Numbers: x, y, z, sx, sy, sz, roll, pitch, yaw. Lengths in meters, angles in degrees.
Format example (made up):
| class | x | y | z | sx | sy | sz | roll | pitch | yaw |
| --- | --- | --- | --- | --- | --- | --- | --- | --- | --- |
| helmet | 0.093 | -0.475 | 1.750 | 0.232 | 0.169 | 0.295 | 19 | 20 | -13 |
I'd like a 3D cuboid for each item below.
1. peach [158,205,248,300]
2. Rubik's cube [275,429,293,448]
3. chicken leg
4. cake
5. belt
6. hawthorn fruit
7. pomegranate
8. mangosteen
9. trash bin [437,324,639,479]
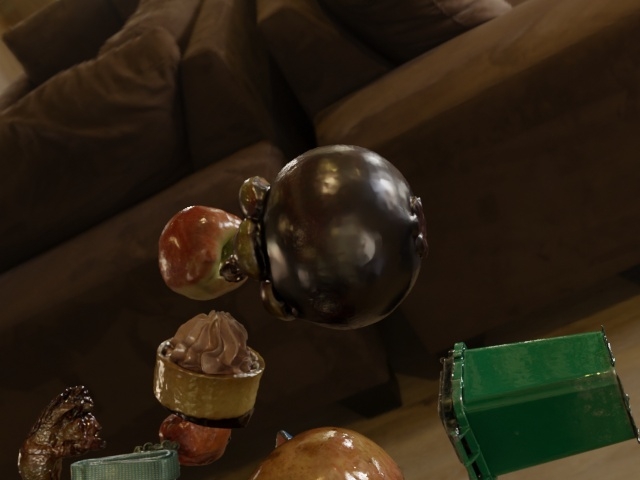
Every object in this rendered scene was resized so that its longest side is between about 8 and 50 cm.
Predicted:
| class | x | y | z | sx | sy | sz | roll | pitch | yaw |
| --- | --- | --- | --- | --- | --- | --- | --- | --- | --- |
| peach | -0.283 | 0.034 | 1.623 | 0.257 | 0.232 | 0.232 | -3 | 41 | 52 |
| Rubik's cube | 0.004 | 0.571 | 1.421 | 0.229 | 0.228 | 0.233 | 5 | 36 | 6 |
| chicken leg | -0.619 | 0.506 | 1.601 | 0.322 | 0.178 | 0.083 | -66 | 17 | -15 |
| cake | -0.185 | 0.210 | 1.193 | 0.185 | 0.208 | 0.178 | 36 | 106 | 62 |
| belt | -0.334 | 0.391 | 1.162 | 0.179 | 0.065 | 0.100 | -1 | -3 | -12 |
| hawthorn fruit | -0.311 | 0.490 | 1.690 | 0.174 | 0.173 | 0.179 | -31 | -6 | 4 |
| pomegranate | -0.003 | 0.454 | 1.051 | 0.322 | 0.322 | 0.322 | -24 | 31 | 16 |
| mangosteen | 0.000 | 0.000 | 1.114 | 0.347 | 0.306 | 0.306 | -9 | 35 | 14 |
| trash bin | 0.462 | 0.356 | 1.460 | 0.381 | 0.259 | 0.295 | -19 | 21 | 21 |
